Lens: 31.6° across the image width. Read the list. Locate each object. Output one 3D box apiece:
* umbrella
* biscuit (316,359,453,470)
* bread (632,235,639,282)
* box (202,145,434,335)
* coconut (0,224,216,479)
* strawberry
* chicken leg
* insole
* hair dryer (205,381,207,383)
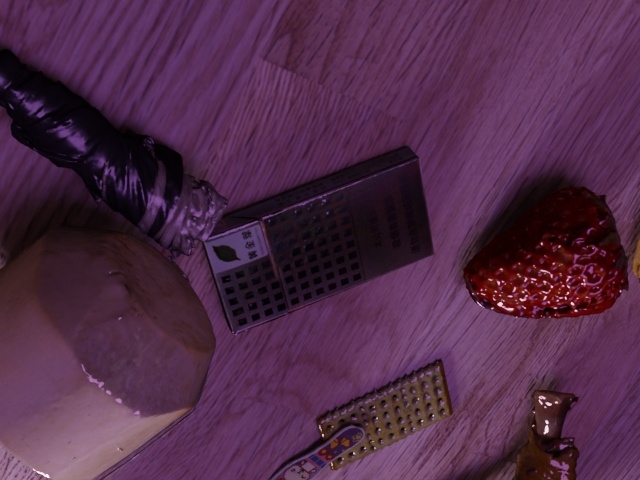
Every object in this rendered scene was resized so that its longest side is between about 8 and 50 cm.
[{"bbox_3d":[-0.269,-0.110,1.391,0.358,0.106,0.113,39,90,-31],"label":"umbrella"},{"bbox_3d":[0.110,0.292,1.874,0.232,0.016,0.139,-23,129,-9],"label":"biscuit"},{"bbox_3d":[0.630,-0.032,1.854,0.211,0.099,0.235,-2,127,-22],"label":"bread"},{"bbox_3d":[0.000,0.001,1.608,0.325,0.047,0.180,-22,127,-12],"label":"box"},{"bbox_3d":[-0.301,0.143,1.389,0.323,0.323,0.323,-12,126,-18],"label":"coconut"},{"bbox_3d":[0.339,0.037,1.719,0.245,0.205,0.205,-19,130,13],"label":"strawberry"},{"bbox_3d":[0.371,0.458,1.995,0.295,0.182,0.409,-11,116,-33],"label":"chicken leg"},{"bbox_3d":[-0.007,0.363,1.858,0.197,0.004,0.065,-36,129,9],"label":"insole"},{"bbox_3d":[-0.270,0.190,1.618,0.167,0.067,0.199,-25,144,3],"label":"hair dryer"}]
